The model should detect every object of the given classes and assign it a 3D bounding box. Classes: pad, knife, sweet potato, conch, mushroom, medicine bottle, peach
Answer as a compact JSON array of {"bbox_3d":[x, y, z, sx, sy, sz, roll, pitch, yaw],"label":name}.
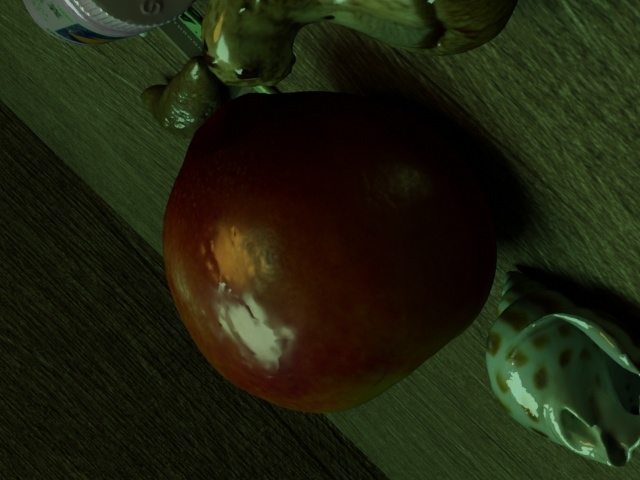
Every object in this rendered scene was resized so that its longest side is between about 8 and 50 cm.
[{"bbox_3d":[-0.200,-0.307,1.757,0.266,0.002,0.176,46,164,-3],"label":"pad"},{"bbox_3d":[-0.102,-0.230,1.667,0.293,0.020,0.043,44,157,3],"label":"knife"},{"bbox_3d":[-0.211,-0.211,1.857,0.114,0.092,0.341,64,162,-7],"label":"sweet potato"},{"bbox_3d":[0.286,0.141,1.395,0.275,0.183,0.148,50,-153,22],"label":"conch"},{"bbox_3d":[0.039,-0.249,0.958,0.267,0.254,0.267,15,153,8],"label":"mushroom"},{"bbox_3d":[-0.269,-0.343,1.512,0.178,0.178,0.290,51,164,-21],"label":"medicine bottle"},{"bbox_3d":[0.000,0.000,1.375,0.388,0.388,0.388,41,164,14],"label":"peach"}]

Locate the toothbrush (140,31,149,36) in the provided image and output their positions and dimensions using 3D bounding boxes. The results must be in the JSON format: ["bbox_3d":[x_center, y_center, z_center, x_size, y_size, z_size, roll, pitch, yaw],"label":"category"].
[{"bbox_3d":[-0.326,-0.414,1.760,0.024,0.021,0.288,44,168,50],"label":"toothbrush"}]
